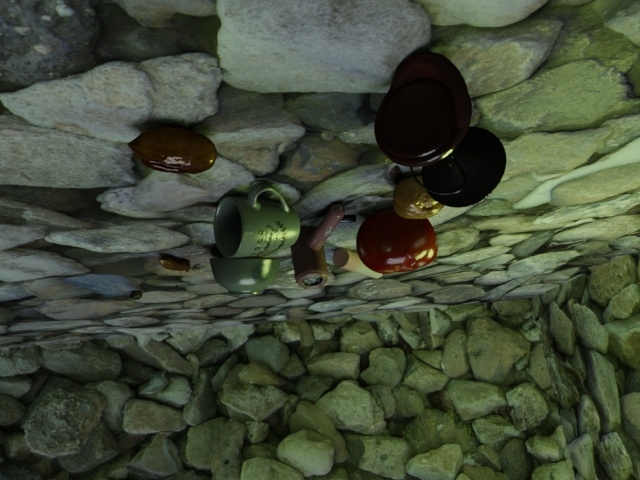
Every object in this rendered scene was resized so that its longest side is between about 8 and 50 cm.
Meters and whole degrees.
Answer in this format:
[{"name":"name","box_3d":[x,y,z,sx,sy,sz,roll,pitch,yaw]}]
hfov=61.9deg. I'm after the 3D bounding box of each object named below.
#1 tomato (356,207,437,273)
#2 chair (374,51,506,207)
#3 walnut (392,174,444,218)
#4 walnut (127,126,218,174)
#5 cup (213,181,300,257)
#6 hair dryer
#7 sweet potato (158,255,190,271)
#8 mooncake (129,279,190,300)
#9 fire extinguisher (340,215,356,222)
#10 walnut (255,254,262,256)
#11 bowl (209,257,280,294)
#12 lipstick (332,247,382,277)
[{"name":"tomato","box_3d":[0.270,0.000,1.919,0.298,0.226,0.298,-11,168,-2]},{"name":"chair","box_3d":[0.272,-0.237,1.228,0.226,0.227,0.401,-17,158,26]},{"name":"walnut","box_3d":[0.311,-0.134,1.677,0.180,0.144,0.144,-11,162,-5]},{"name":"walnut","box_3d":[-0.343,-0.209,1.248,0.207,0.116,0.116,3,159,-28]},{"name":"cup","box_3d":[-0.179,-0.072,1.665,0.234,0.186,0.258,-4,135,-37]},{"name":"hair dryer","box_3d":[0.000,0.000,1.895,0.125,0.210,0.352,7,143,-23]},{"name":"sweet potato","box_3d":[-0.590,0.094,2.142,0.055,0.058,0.202,-56,154,6]},{"name":"mooncake","box_3d":[-0.752,0.225,2.479,0.150,0.057,0.346,-8,173,-44]},{"name":"fire extinguisher","box_3d":[0.087,-0.076,1.937,0.083,0.025,0.038,-4,-176,-11]},{"name":"walnut","box_3d":[-0.245,0.026,2.022,0.079,0.083,0.096,35,154,-27]},{"name":"bowl","box_3d":[-0.302,0.145,2.144,0.289,0.146,0.289,-1,176,0]},{"name":"lipstick","box_3d":[0.177,0.106,2.413,0.087,0.087,0.326,-18,159,30]}]
